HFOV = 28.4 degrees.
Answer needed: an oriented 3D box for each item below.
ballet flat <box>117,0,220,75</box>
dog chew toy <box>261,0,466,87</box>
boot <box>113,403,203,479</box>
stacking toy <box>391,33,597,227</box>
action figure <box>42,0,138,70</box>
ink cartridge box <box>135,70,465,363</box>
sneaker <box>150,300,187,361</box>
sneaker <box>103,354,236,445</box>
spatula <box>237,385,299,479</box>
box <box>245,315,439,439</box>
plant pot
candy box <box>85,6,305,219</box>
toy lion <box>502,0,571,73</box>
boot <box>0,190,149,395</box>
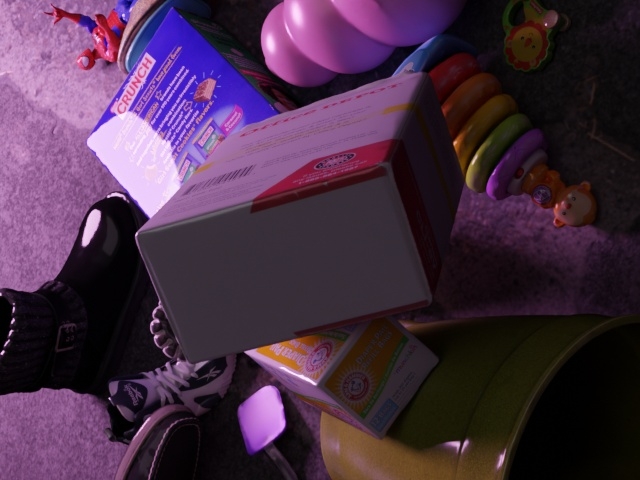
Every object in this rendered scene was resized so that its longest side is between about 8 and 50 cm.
[{"bbox_3d":[-0.207,-0.409,1.990,0.348,0.123,0.123,-47,57,13],"label":"ballet flat"},{"bbox_3d":[0.047,-0.325,1.738,0.332,0.206,0.207,-33,63,37],"label":"dog chew toy"},{"bbox_3d":[-0.176,0.449,1.774,0.284,0.138,0.377,24,99,39],"label":"boot"},{"bbox_3d":[0.224,-0.113,1.604,0.302,0.165,0.175,40,108,20],"label":"stacking toy"},{"bbox_3d":[-0.338,-0.395,2.074,0.280,0.139,0.091,-49,55,21],"label":"action figure"},{"bbox_3d":[-0.001,-0.039,1.419,0.279,0.385,0.160,-16,107,17],"label":"ink cartridge box"},{"bbox_3d":[-0.104,0.036,1.806,0.330,0.147,0.130,-43,84,-2],"label":"sneaker"},{"bbox_3d":[-0.233,0.216,1.855,0.235,0.153,0.094,-48,58,19],"label":"sneaker"},{"bbox_3d":[-0.042,0.335,1.765,0.084,0.030,0.296,-40,60,21],"label":"spatula"},{"bbox_3d":[0.019,0.127,1.400,0.114,0.103,0.203,-53,24,-12],"label":"box"},{"bbox_3d":[0.196,0.233,1.439,0.353,0.366,0.367,12,88,50],"label":"plant pot"},{"bbox_3d":[-0.177,-0.155,1.909,0.317,0.122,0.268,47,110,32],"label":"candy box"},{"bbox_3d":[0.273,-0.273,1.656,0.096,0.034,0.100,-53,55,26],"label":"toy lion"},{"bbox_3d":[-0.404,0.078,1.942,0.131,0.260,0.348,9,87,38],"label":"boot"}]
